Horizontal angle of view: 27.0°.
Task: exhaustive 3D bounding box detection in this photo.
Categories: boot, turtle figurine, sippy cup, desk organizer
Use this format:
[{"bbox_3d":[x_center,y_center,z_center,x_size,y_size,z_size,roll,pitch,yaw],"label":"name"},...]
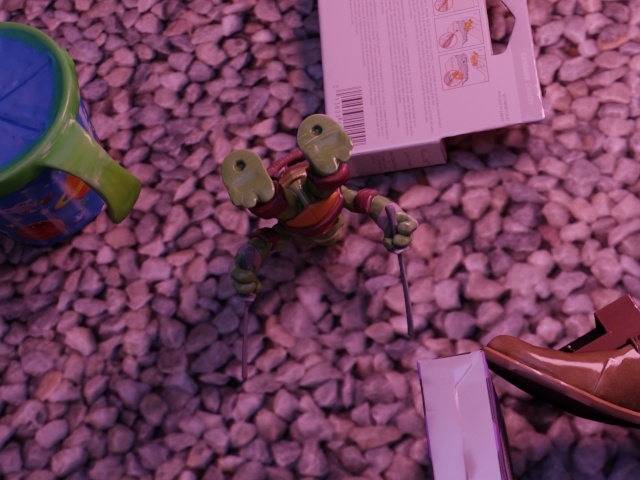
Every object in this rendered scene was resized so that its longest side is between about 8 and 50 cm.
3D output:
[{"bbox_3d":[0.314,0.137,1.361,0.305,0.112,0.115,18,85,1],"label":"boot"},{"bbox_3d":[0.000,0.000,1.457,0.197,0.266,0.275,6,69,15],"label":"turtle figurine"},{"bbox_3d":[-0.371,-0.110,1.628,0.240,0.224,0.305,-28,61,-1],"label":"sippy cup"},{"bbox_3d":[0.294,0.116,1.444,0.130,0.047,0.050,-30,59,-1],"label":"desk organizer"}]

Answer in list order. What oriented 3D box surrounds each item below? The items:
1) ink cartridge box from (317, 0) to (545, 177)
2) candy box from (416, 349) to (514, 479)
[{"bbox_3d":[0.132,-0.235,1.648,0.261,0.066,0.296,-9,63,10],"label":"ink cartridge box"},{"bbox_3d":[0.154,0.224,1.341,0.070,0.196,0.165,-11,63,9],"label":"candy box"}]
